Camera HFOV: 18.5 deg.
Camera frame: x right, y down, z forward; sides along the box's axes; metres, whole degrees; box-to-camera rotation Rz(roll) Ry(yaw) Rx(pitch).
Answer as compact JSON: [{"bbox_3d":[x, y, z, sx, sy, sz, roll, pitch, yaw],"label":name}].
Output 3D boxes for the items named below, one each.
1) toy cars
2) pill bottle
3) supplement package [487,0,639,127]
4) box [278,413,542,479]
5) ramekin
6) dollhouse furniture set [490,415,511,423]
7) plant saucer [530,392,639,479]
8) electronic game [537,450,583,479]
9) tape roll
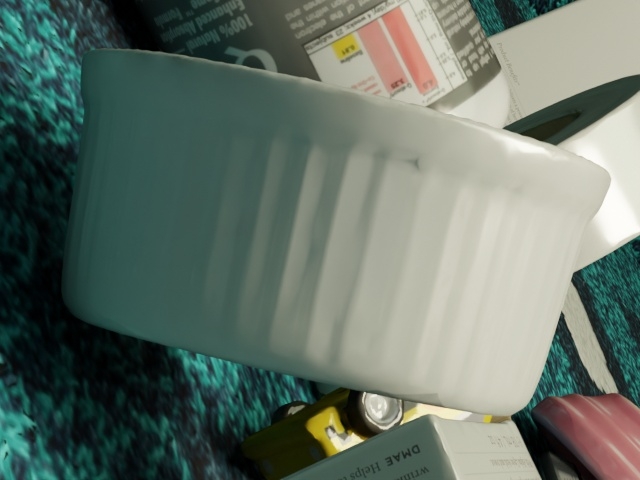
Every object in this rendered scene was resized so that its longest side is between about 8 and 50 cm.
[{"bbox_3d":[0.075,0.102,1.293,0.087,0.176,0.393,66,14,-1],"label":"toy cars"},{"bbox_3d":[0.006,-0.131,1.375,0.363,0.210,0.210,62,14,-9],"label":"pill bottle"},{"bbox_3d":[0.245,-0.127,2.003,0.175,0.293,0.178,81,-13,-79],"label":"supplement package"},{"bbox_3d":[0.021,0.174,0.959,0.119,0.182,0.181,67,14,12],"label":"box"},{"bbox_3d":[0.000,0.000,1.009,0.277,0.277,0.135,16,86,-72],"label":"ramekin"},{"bbox_3d":[0.122,0.167,1.504,0.161,0.101,0.182,59,15,-21],"label":"dollhouse furniture set"},{"bbox_3d":[0.345,0.271,1.950,0.332,0.084,0.332,49,-1,2],"label":"plant saucer"},{"bbox_3d":[0.259,0.308,1.871,0.229,0.048,0.229,-23,90,-84],"label":"electronic game"},{"bbox_3d":[0.177,-0.036,1.681,0.100,0.286,0.286,63,14,-6],"label":"tape roll"}]
